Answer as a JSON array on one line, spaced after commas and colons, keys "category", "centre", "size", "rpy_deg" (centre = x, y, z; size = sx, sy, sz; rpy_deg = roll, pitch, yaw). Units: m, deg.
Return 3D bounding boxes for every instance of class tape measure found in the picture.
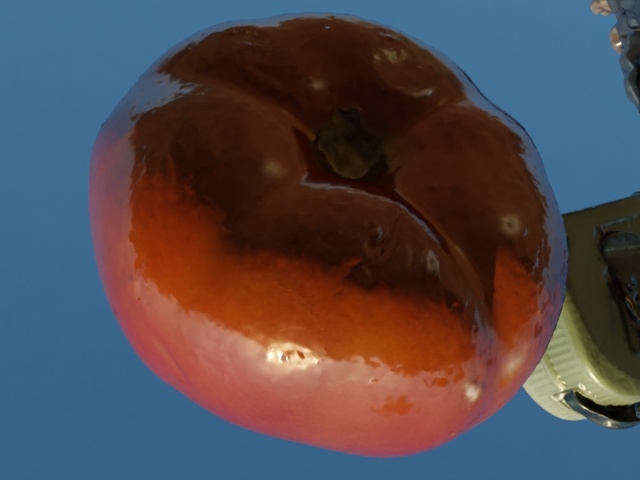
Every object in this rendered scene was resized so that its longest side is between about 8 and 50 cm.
[{"category": "tape measure", "centre": [0.279, 0.060, 1.225], "size": [0.235, 0.115, 0.207], "rpy_deg": [-14, -103, -40]}]

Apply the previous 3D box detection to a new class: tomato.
[{"category": "tomato", "centre": [0.001, 0.003, 0.704], "size": [0.260, 0.180, 0.260], "rpy_deg": [8, -134, -8]}]

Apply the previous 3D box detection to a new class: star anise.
[{"category": "star anise", "centre": [0.327, -0.246, 1.339], "size": [0.093, 0.229, 0.236], "rpy_deg": [-11, -74, -8]}]
